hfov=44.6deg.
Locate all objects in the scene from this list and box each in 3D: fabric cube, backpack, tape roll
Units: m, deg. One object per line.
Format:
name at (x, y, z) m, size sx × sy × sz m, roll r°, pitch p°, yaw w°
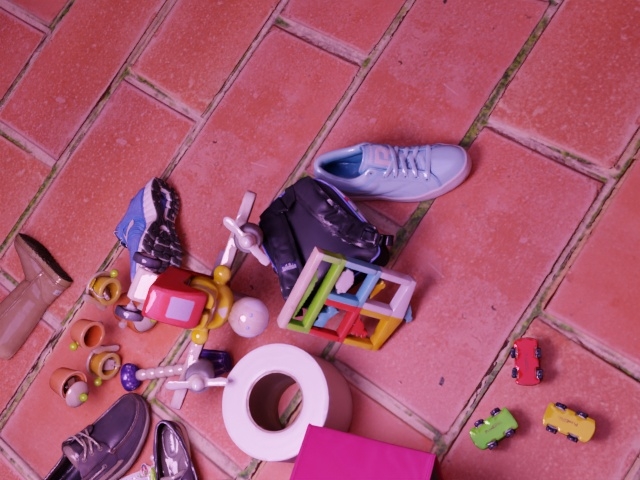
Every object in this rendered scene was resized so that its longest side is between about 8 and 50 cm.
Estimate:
fabric cube at (0.081, 0.539, 1.494) m, size 0.258 × 0.254 × 0.259 m, roll 9°, pitch 58°, yaw 19°
backpack at (0.000, 0.000, 1.758) m, size 0.276 × 0.213 × 0.263 m, roll -35°, pitch 76°, yaw 3°
tape roll at (-0.068, 0.357, 1.695) m, size 0.246 × 0.169 × 0.246 m, roll -7°, pitch 71°, yaw 20°

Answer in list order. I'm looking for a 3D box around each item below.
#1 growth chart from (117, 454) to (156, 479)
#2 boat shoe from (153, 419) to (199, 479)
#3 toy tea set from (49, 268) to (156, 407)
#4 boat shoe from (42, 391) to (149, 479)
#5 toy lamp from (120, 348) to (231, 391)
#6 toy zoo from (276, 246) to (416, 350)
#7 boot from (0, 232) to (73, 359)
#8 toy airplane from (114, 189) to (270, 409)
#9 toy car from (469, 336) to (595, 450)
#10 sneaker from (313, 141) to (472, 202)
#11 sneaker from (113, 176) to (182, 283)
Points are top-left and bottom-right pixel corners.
growth chart at (-0.457, 0.634, 1.838) m, size 0.237 × 0.021 × 0.172 m, roll -30°, pitch 66°, yaw 10°
boat shoe at (-0.326, 0.543, 1.771) m, size 0.102 × 0.092 × 0.285 m, roll -19°, pitch 67°, yaw 3°
toy tea set at (-0.507, 0.247, 1.881) m, size 0.124 × 0.200 × 0.336 m, roll 16°, pitch 79°, yaw 33°
boat shoe at (-0.537, 0.512, 1.830) m, size 0.132 × 0.130 × 0.355 m, roll 27°, pitch 79°, yaw 34°
toy lamp at (-0.344, 0.308, 1.865) m, size 0.274 × 0.080 × 0.080 m, roll -12°, pitch 70°, yaw 16°
toy zoo at (0.076, 0.135, 1.670) m, size 0.192 × 0.293 × 0.030 m, roll -62°, pitch 28°, yaw 19°
boot at (-0.822, 0.144, 2.094) m, size 0.269 × 0.089 × 0.236 m, roll -49°, pitch 63°, yaw 2°
toy airplane at (-0.226, 0.136, 1.694) m, size 0.272 × 0.386 × 0.384 m, roll 20°, pitch 48°, yaw 19°
toy car at (0.404, 0.346, 1.583) m, size 0.225 × 0.053 × 0.239 m, roll -36°, pitch 64°, yaw 7°
sneaker at (0.156, -0.163, 1.784) m, size 0.366 × 0.150 × 0.135 m, roll -9°, pitch 71°, yaw 18°
sneaker at (-0.438, 0.002, 1.968) m, size 0.147 × 0.130 × 0.330 m, roll -30°, pitch 44°, yaw 28°
